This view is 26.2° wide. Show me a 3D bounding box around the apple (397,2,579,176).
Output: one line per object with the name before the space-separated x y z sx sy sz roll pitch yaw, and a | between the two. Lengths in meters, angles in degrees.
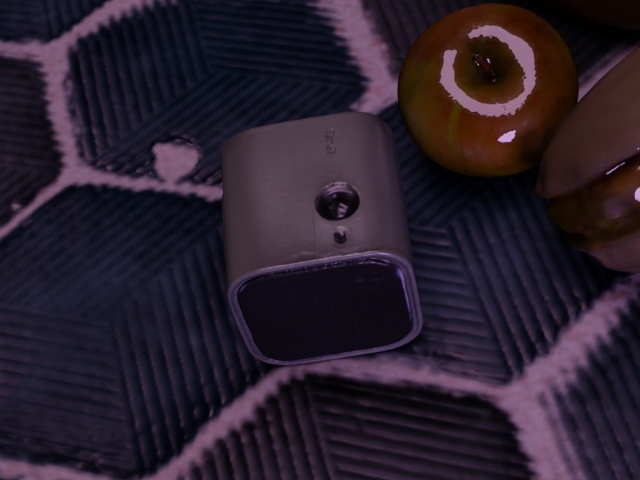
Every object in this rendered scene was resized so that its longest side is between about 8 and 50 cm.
apple | 0.083 -0.072 0.678 0.089 0.074 0.090 -5 57 7

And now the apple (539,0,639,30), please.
apple | 0.180 -0.274 0.658 0.314 0.309 0.252 19 62 25

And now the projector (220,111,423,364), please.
projector | 0.000 0.000 0.638 0.083 0.083 0.082 -10 54 5

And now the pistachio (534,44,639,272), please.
pistachio | 0.169 -0.046 0.630 0.149 0.113 0.113 -26 54 1
